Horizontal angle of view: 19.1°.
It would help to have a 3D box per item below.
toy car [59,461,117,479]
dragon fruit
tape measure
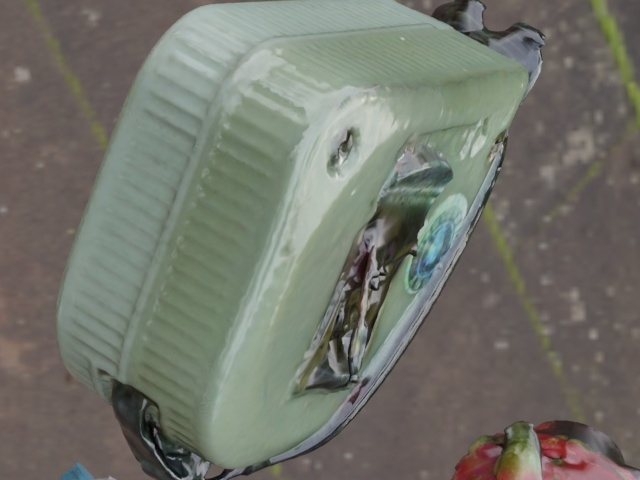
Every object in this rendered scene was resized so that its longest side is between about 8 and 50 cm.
[{"bbox_3d":[-0.125,0.218,1.152,0.098,0.126,0.161,-37,92,-6],"label":"toy car"},{"bbox_3d":[0.120,0.202,1.167,0.166,0.160,0.172,66,33,-28],"label":"dragon fruit"},{"bbox_3d":[0.000,0.000,0.826,0.235,0.115,0.207,-16,129,-61],"label":"tape measure"}]
